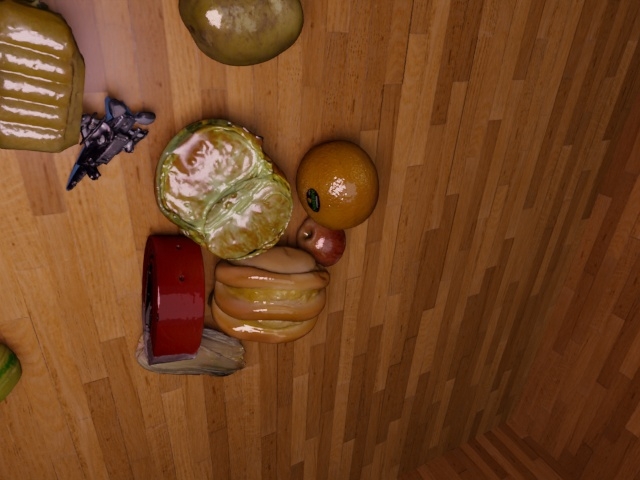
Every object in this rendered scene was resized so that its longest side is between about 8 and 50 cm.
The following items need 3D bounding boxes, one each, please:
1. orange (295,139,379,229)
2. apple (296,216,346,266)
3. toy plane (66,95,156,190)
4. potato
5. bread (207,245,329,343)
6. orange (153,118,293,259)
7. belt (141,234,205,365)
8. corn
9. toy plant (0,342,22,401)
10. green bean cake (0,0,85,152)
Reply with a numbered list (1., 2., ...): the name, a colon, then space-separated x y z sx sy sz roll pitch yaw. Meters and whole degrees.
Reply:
1. orange: 0.045 -0.145 1.122 0.236 0.236 0.236 -15 123 -24
2. apple: 0.000 0.000 1.235 0.131 0.146 0.146 26 101 -37
3. toy plane: -0.452 -0.185 0.889 0.246 0.078 0.169 -51 165 13
4. potato: -0.157 -0.456 0.871 0.228 0.148 0.197 -34 142 -8
5. bread: -0.125 0.145 1.127 0.316 0.211 0.270 5 142 -24
6. orange: -0.227 -0.114 0.998 0.262 0.196 0.334 -57 135 -10
7. belt: -0.358 0.148 1.036 0.115 0.227 0.323 0 98 -29
8. corn: -0.353 0.312 1.208 0.305 0.123 0.122 15 151 -36
9. toy plant: -0.792 0.222 0.877 0.224 0.184 0.315 -26 118 7
10. green bean cake: -0.476 -0.282 0.726 0.124 0.236 0.232 1 118 -34
